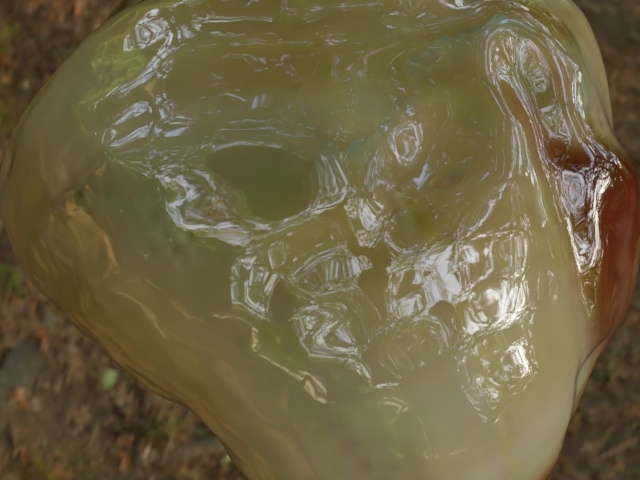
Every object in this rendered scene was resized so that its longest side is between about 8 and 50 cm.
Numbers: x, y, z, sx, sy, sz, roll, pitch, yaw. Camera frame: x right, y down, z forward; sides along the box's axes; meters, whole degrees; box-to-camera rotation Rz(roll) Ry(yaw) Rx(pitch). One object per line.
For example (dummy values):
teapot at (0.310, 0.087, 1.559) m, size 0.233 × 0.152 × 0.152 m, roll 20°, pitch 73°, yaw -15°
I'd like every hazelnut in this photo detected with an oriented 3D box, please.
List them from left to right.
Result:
hazelnut at (0.000, 0.000, 0.778) m, size 0.261 × 0.241 × 0.261 m, roll 12°, pitch 60°, yaw -20°
